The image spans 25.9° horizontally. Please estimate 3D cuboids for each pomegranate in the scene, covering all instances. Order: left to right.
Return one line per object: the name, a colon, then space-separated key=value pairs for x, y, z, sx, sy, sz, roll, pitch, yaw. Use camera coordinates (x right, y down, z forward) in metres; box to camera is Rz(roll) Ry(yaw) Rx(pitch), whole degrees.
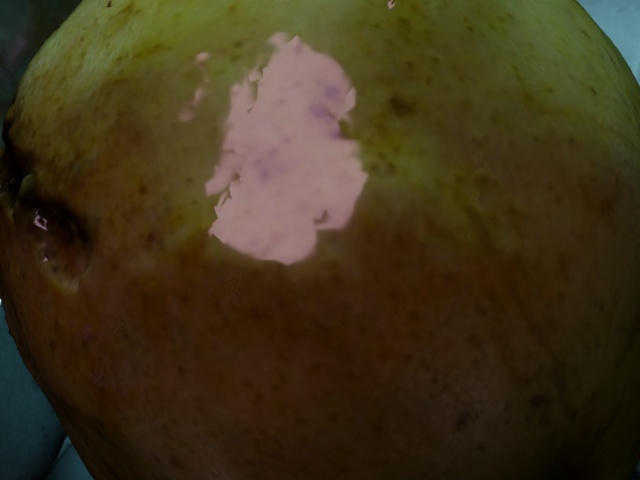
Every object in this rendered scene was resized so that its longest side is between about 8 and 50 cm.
pomegranate: x=0.011 y=0.005 z=0.494 sx=0.260 sy=0.260 sz=0.260 roll=-17 pitch=40 yaw=15

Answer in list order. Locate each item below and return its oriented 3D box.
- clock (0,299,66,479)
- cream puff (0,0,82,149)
clock: x=-0.233 y=0.108 z=0.619 sx=0.312 sy=0.061 sz=0.313 roll=-31 pitch=25 yaw=16
cream puff: x=-0.231 y=-0.178 z=0.796 sx=0.324 sy=0.291 sz=0.257 roll=-38 pitch=45 yaw=-19
